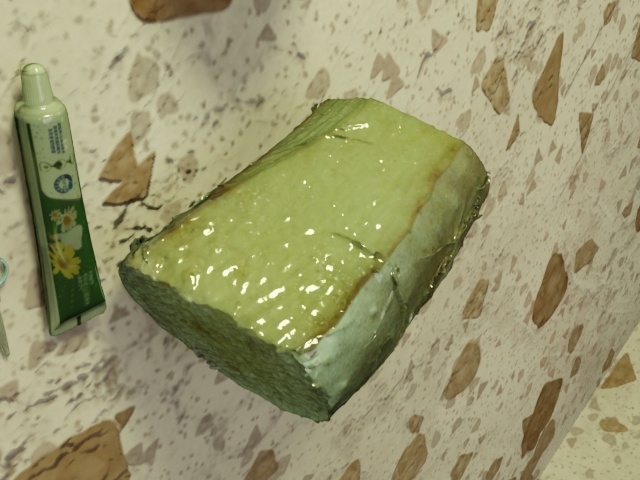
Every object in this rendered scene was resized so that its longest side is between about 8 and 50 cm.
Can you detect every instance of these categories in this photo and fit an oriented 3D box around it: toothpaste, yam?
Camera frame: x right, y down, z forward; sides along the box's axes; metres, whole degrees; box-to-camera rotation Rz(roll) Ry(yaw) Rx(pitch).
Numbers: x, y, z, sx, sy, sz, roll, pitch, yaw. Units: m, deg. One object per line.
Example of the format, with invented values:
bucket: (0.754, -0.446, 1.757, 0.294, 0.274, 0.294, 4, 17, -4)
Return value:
toothpaste: (-0.179, -0.022, 0.542, 0.049, 0.031, 0.204, -29, 134, -38)
yam: (0.002, 0.004, 0.669, 0.271, 0.202, 0.201, -51, 165, -23)

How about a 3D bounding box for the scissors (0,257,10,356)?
scissors: (-0.225, 0.049, 0.544, 0.036, 0.006, 0.083, -30, 132, -38)
